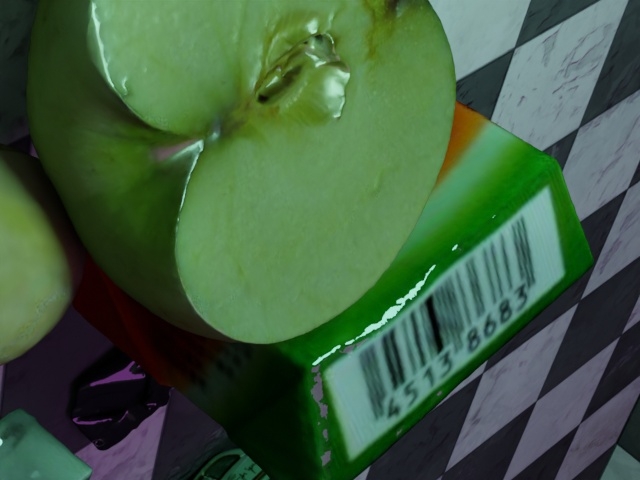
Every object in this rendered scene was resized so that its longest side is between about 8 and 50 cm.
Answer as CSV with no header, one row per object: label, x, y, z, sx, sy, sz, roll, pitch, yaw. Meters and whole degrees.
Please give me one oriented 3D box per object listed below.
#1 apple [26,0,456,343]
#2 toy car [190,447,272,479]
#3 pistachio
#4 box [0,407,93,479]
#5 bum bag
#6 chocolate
apple,-0.041,-0.125,1.375,0.360,0.311,0.320,-39,166,-41
toy car,-0.089,0.311,2.155,0.306,0.125,0.136,-50,155,-31
pistachio,-0.286,0.020,1.317,0.293,0.162,0.182,-10,118,-48
box,-0.370,0.342,1.520,0.396,0.111,0.396,-44,175,-25
bum bag,-0.144,0.114,1.840,0.248,0.060,0.123,-44,157,-15
chocolate,0.000,0.000,1.595,0.360,0.341,0.161,-39,144,-25
